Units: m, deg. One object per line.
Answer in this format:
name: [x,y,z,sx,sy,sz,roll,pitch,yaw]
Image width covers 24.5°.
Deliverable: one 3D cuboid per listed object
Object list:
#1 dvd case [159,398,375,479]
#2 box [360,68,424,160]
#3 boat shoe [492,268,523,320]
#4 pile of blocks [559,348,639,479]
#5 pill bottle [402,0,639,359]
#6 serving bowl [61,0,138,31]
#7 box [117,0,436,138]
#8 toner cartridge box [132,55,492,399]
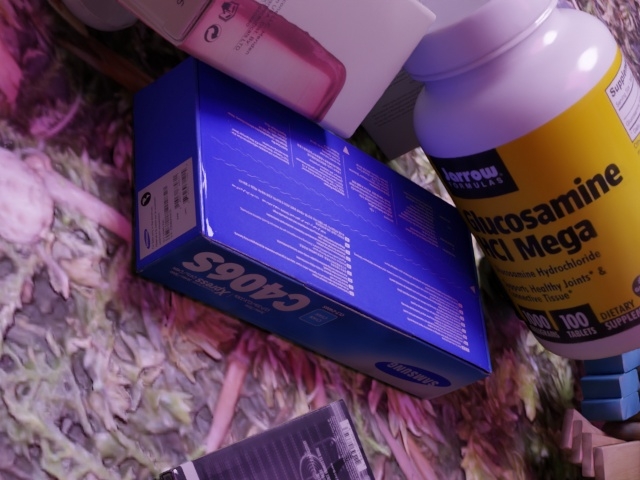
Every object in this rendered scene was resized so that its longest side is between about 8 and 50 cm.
dvd case: [-0.016,0.217,1.071,0.221,0.018,0.164,-13,80,-57]
box: [0.090,-0.150,1.392,0.087,0.101,0.102,50,35,-20]
boat shoe: [0.262,0.026,1.531,0.258,0.109,0.089,-15,90,-39]
pile of blocks: [0.315,0.174,1.392,0.149,0.113,0.362,37,56,-44]
pill bottle: [0.198,-0.075,1.272,0.334,0.188,0.188,57,33,-21]
serving bowl: [-0.176,-0.194,1.125,0.083,0.027,0.083,33,44,-39]
box: [-0.047,-0.192,1.116,0.148,0.127,0.232,41,10,34]
toner cartridge box: [0.000,0.000,1.189,0.348,0.075,0.165,28,47,-42]
